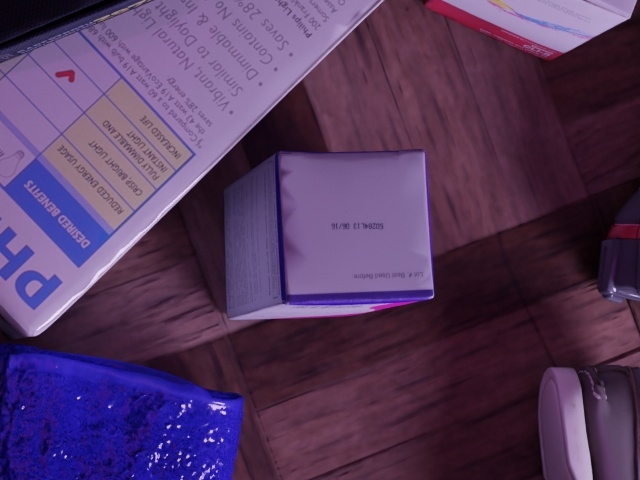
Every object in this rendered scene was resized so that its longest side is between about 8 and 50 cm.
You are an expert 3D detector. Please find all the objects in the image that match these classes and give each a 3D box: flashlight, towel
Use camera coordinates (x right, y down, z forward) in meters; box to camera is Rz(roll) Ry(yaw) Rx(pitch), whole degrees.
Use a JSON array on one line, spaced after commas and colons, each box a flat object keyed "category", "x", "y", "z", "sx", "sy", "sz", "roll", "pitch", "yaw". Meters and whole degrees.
[{"category": "flashlight", "x": 0.297, "y": -0.096, "z": 1.540, "sx": 0.103, "sy": 0.103, "sz": 0.304, "roll": 9, "pitch": 84, "yaw": -10}, {"category": "towel", "x": -0.187, "y": 0.241, "z": 1.396, "sx": 0.227, "sy": 0.076, "sz": 0.308, "roll": 12, "pitch": 84, "yaw": -14}]

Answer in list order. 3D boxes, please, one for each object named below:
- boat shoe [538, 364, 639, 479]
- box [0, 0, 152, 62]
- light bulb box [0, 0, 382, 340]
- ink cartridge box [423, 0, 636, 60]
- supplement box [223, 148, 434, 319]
[{"category": "boat shoe", "x": 0.239, "y": 0.250, "z": 1.488, "sx": 0.091, "sy": 0.109, "sz": 0.305, "roll": -4, "pitch": 82, "yaw": -9}, {"category": "box", "x": -0.176, "y": -0.254, "z": 1.200, "sx": 0.183, "sy": 0.059, "sz": 0.233, "roll": -21, "pitch": 90, "yaw": 6}, {"category": "light bulb box", "x": -0.214, "y": -0.172, "z": 1.359, "sx": 0.361, "sy": 0.225, "sz": 0.358, "roll": -45, "pitch": 97, "yaw": -13}, {"category": "ink cartridge box", "x": 0.182, "y": -0.238, "z": 1.486, "sx": 0.127, "sy": 0.176, "sz": 0.128, "roll": 23, "pitch": 80, "yaw": -10}, {"category": "supplement box", "x": 0.000, "y": 0.000, "z": 1.397, "sx": 0.111, "sy": 0.220, "sz": 0.114, "roll": -2, "pitch": 84, "yaw": -14}]
